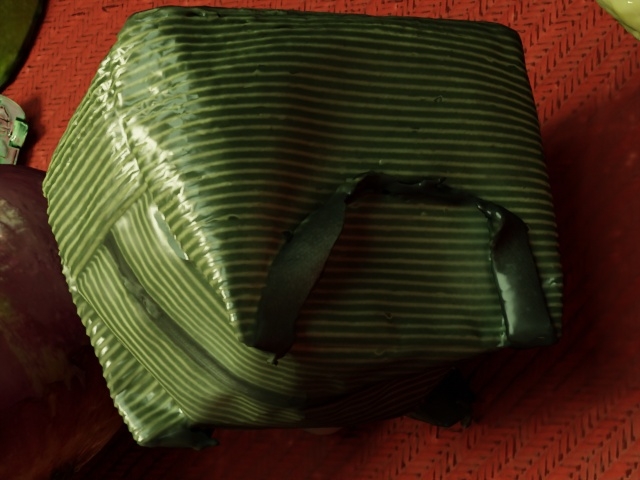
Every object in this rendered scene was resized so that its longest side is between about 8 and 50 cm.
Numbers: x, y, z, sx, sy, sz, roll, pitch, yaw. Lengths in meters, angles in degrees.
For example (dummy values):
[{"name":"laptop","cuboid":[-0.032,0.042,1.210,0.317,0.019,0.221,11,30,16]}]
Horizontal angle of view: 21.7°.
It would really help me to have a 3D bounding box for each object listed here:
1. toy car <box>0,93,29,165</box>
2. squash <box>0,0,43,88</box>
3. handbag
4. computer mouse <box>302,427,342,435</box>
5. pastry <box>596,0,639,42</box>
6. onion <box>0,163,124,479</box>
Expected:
[{"name":"toy car","cuboid":[-0.317,-0.068,1.552,0.055,0.069,0.142,143,141,-67]},{"name":"squash","cuboid":[-0.469,-0.280,1.594,0.310,0.309,0.310,-14,62,27]},{"name":"handbag","cuboid":[0.000,0.000,1.127,0.247,0.341,0.240,-53,45,50]},{"name":"computer mouse","cuboid":[-0.003,0.109,1.271,0.066,0.039,0.096,-49,43,5]},{"name":"pastry","cuboid":[0.324,-0.208,1.112,0.237,0.170,0.256,-12,31,48]},{"name":"onion","cuboid":[-0.290,0.083,1.273,0.358,0.358,0.345,-33,62,17]}]
